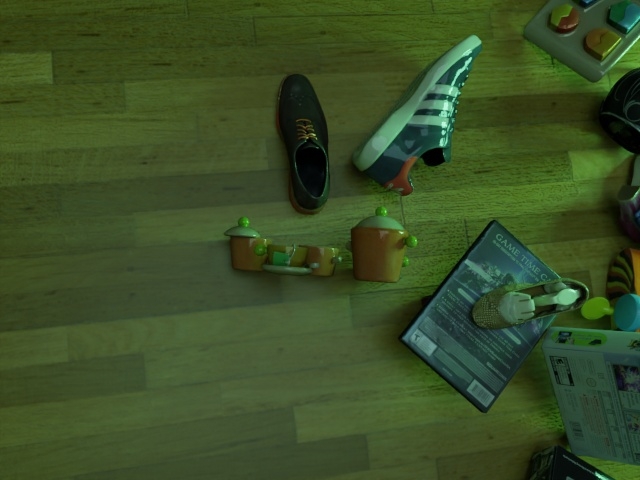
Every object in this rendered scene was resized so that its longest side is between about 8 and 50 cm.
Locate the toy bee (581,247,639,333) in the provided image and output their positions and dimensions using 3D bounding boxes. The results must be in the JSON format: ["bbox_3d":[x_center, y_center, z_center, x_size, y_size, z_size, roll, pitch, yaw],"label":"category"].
[{"bbox_3d":[0.585,0.169,1.198,0.195,0.162,0.298,29,52,4],"label":"toy bee"}]

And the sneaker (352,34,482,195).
[{"bbox_3d":[0.217,-0.232,1.204,0.148,0.131,0.350,41,82,-8],"label":"sneaker"}]

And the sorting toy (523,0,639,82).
[{"bbox_3d":[0.557,-0.454,1.289,0.193,0.038,0.208,42,91,18],"label":"sorting toy"}]

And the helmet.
[{"bbox_3d":[0.667,-0.270,1.264,0.169,0.169,0.161,42,93,-1],"label":"helmet"}]

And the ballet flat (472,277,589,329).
[{"bbox_3d":[0.358,0.102,1.060,0.206,0.067,0.073,-15,87,-12],"label":"ballet flat"}]

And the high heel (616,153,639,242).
[{"bbox_3d":[0.692,-0.108,1.299,0.244,0.082,0.117,-47,122,-27],"label":"high heel"}]

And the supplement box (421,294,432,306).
[{"bbox_3d":[0.296,0.120,1.160,0.188,0.104,0.081,-13,84,-11],"label":"supplement box"}]

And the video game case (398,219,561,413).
[{"bbox_3d":[0.291,0.128,1.092,0.196,0.026,0.274,41,77,-3],"label":"video game case"}]

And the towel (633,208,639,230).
[{"bbox_3d":[0.781,0.014,1.269,0.243,0.040,0.336,-40,103,-18],"label":"towel"}]

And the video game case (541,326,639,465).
[{"bbox_3d":[0.528,0.271,1.060,0.061,0.244,0.269,-47,124,-40],"label":"video game case"}]

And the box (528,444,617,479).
[{"bbox_3d":[0.496,0.542,1.091,0.307,0.076,0.242,31,50,-4],"label":"box"}]

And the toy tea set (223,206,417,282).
[{"bbox_3d":[0.000,0.000,1.083,0.336,0.200,0.124,5,88,-4],"label":"toy tea set"}]

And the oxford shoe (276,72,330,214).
[{"bbox_3d":[-0.022,-0.189,1.158,0.097,0.098,0.271,-9,82,-12],"label":"oxford shoe"}]
